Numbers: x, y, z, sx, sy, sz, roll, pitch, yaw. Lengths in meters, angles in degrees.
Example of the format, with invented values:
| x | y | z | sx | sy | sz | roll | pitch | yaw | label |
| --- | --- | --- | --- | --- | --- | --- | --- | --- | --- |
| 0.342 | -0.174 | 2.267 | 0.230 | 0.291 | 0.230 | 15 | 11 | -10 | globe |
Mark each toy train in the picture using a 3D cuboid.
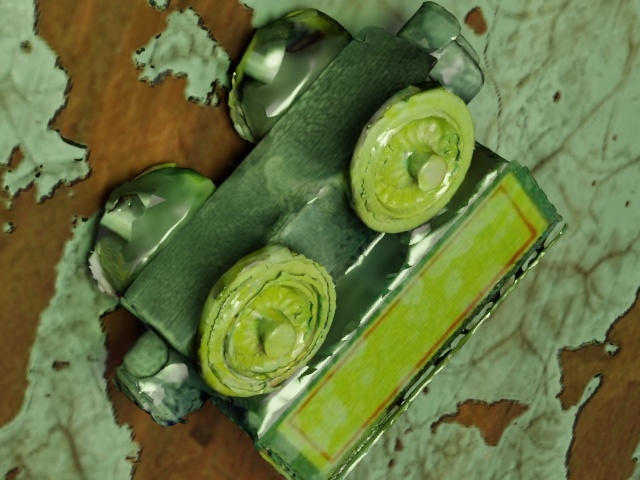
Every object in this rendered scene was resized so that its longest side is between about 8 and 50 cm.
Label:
| x | y | z | sx | sy | sz | roll | pitch | yaw | label |
| --- | --- | --- | --- | --- | --- | --- | --- | --- | --- |
| 0.000 | 0.000 | 1.011 | 0.261 | 0.134 | 0.177 | -48 | 139 | -5 | toy train |
